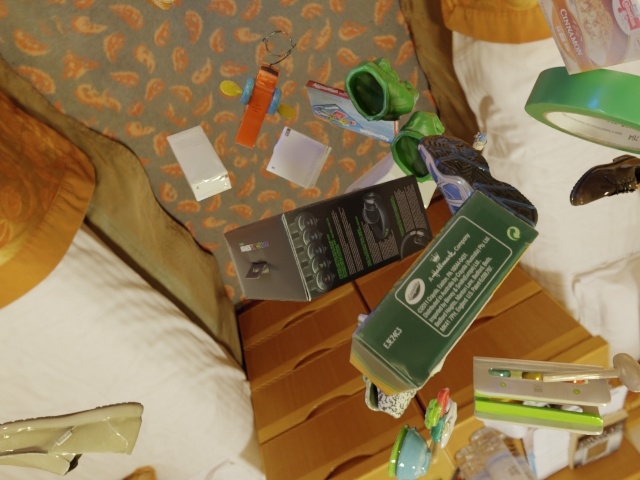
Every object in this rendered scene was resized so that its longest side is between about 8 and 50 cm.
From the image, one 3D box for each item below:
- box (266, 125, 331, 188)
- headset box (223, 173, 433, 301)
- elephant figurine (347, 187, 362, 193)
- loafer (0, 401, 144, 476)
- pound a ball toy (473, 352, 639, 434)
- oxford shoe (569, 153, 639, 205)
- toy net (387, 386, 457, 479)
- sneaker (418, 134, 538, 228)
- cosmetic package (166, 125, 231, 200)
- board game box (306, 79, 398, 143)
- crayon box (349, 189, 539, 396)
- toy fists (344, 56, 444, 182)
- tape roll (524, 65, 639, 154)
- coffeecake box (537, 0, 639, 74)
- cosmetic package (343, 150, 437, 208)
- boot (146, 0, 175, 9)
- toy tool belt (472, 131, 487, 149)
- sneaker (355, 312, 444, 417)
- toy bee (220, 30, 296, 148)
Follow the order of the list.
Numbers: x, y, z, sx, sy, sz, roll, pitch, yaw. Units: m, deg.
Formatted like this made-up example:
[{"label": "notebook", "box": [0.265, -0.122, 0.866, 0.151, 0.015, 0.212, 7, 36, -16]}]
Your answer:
[{"label": "box", "box": [-0.081, -0.314, 1.663, 0.181, 0.119, 0.181, 27, 102, 8]}, {"label": "headset box", "box": [0.000, 0.000, 0.747, 0.283, 0.246, 0.131, -20, 95, -33]}, {"label": "elephant figurine", "box": [0.095, -0.006, 1.166, 0.186, 0.169, 0.240, 31, 68, -29]}, {"label": "loafer", "box": [-0.418, 0.322, 0.678, 0.268, 0.092, 0.102, -6, 157, -22]}, {"label": "pound a ball toy", "box": [0.513, 0.311, 0.977, 0.319, 0.136, 0.208, -1, 128, 20]}, {"label": "oxford shoe", "box": [0.737, -0.149, 1.094, 0.227, 0.096, 0.083, -29, 120, -5]}, {"label": "toy net", "box": [0.163, 0.263, 0.637, 0.232, 0.045, 0.122, 14, 88, -62]}, {"label": "sneaker", "box": [0.194, -0.067, 0.592, 0.080, 0.211, 0.081, -13, 143, -20]}, {"label": "cosmetic package", "box": [-0.376, -0.241, 1.339, 0.117, 0.231, 0.085, -24, 151, -14]}, {"label": "board game box", "box": [0.095, -0.373, 1.267, 0.027, 0.281, 0.145, -59, 159, -17]}, {"label": "crayon box", "box": [0.131, 0.097, 0.565, 0.203, 0.083, 0.323, -47, 163, -14]}, {"label": "toy fists", "box": [0.166, -0.242, 0.862, 0.096, 0.142, 0.279, -38, 89, 30]}, {"label": "tape roll", "box": [0.591, -0.256, 0.883, 0.321, 0.321, 0.077, 14, 104, -27]}, {"label": "coffeecake box", "box": [0.446, -0.349, 0.668, 0.068, 0.185, 0.142, -33, 105, 1]}, {"label": "cosmetic package", "box": [0.192, -0.138, 1.378, 0.156, 0.217, 0.385, 40, 146, -8]}, {"label": "boot", "box": [-0.418, -0.650, 1.094, 0.104, 0.295, 0.211, -44, 172, -2]}, {"label": "toy tool belt", "box": [0.603, -0.382, 1.627, 0.083, 0.052, 0.051, -54, 147, -29]}, {"label": "sneaker", "box": [0.132, 0.277, 0.971, 0.158, 0.410, 0.182, 27, 83, 2]}, {"label": "toy bee", "box": [-0.141, -0.397, 1.145, 0.298, 0.162, 0.195, -40, 119, 22]}]
